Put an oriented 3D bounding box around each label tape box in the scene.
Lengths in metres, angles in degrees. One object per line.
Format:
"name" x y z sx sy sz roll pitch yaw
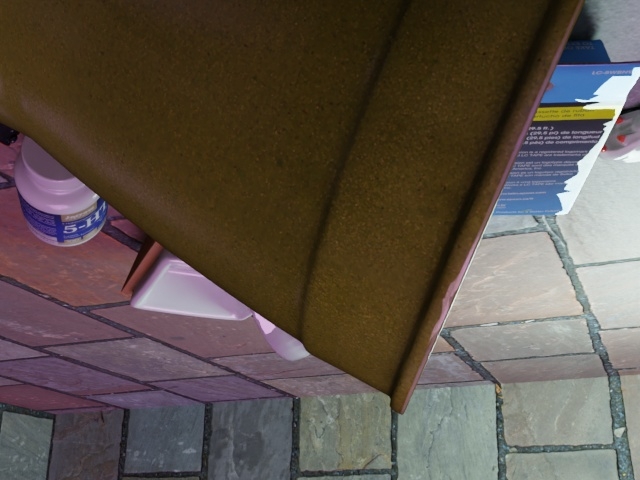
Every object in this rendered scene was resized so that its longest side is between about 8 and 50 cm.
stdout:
"label tape box" 0.172 -0.136 0.868 0.241 0.106 0.333 0 159 4

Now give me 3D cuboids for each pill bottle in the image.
"pill bottle" -0.324 -0.073 1.035 0.112 0.112 0.186 5 159 -12

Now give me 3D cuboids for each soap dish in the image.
"soap dish" -0.171 0.032 1.296 0.229 0.118 0.291 9 157 -21

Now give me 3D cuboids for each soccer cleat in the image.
"soccer cleat" 0.407 -0.132 0.939 0.076 0.068 0.196 12 164 -39

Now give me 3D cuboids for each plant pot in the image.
"plant pot" -0.032 -0.125 0.553 0.353 0.366 0.366 23 161 9

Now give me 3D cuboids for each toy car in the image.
"toy car" -0.390 -0.148 0.933 0.122 0.060 0.040 12 -158 -49

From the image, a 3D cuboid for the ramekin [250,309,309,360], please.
"ramekin" 0.000 0.000 1.011 0.135 0.277 0.277 -13 156 15
